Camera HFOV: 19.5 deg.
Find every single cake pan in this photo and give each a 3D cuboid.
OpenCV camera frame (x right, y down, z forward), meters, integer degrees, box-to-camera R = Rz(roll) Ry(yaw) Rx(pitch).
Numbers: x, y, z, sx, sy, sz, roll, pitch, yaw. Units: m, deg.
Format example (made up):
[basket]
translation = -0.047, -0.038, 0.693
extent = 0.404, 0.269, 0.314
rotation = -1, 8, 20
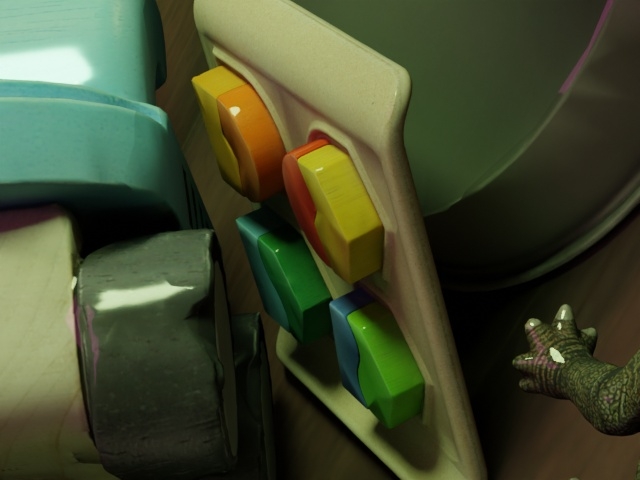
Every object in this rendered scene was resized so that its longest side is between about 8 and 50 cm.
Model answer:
[cake pan]
translation = 0.076, -0.124, 0.841
extent = 0.293, 0.054, 0.293
rotation = -29, 53, 47

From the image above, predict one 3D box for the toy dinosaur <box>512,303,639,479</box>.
[toy dinosaur]
translation = 0.134, 0.099, 0.597
extent = 0.313, 0.121, 0.160
rotation = -71, 19, -3

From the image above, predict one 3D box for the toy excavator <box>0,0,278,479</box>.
[toy excavator]
translation = -0.146, -0.063, 0.947
extent = 0.433, 0.222, 0.445
rotation = 76, -171, -73

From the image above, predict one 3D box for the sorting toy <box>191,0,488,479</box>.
[sorting toy]
translation = 0.000, 0.000, 0.823
extent = 0.193, 0.038, 0.208
rotation = 40, 146, 55
